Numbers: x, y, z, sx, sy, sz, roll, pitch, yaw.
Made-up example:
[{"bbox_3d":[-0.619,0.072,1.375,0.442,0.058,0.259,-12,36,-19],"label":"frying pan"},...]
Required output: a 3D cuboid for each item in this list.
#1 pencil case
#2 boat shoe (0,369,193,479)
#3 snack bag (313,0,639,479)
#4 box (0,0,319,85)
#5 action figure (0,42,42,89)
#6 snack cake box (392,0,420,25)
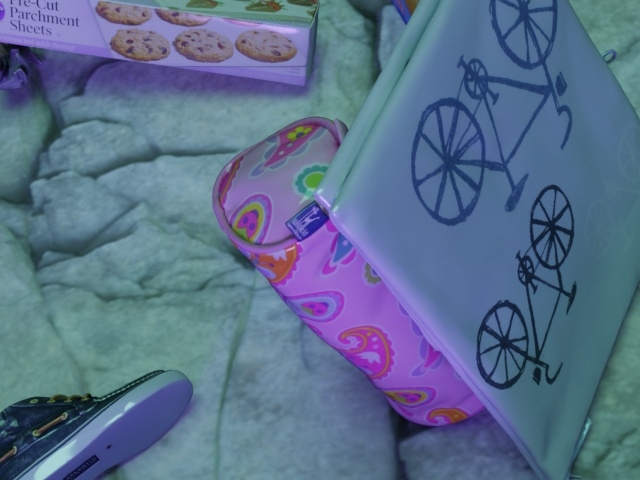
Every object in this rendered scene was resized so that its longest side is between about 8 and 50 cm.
[{"bbox_3d":[0.040,0.027,1.165,0.124,0.284,0.124,-20,47,22],"label":"pencil case"},{"bbox_3d":[-0.196,0.145,1.269,0.183,0.065,0.083,-35,56,-12],"label":"boat shoe"},{"bbox_3d":[0.150,-0.036,1.176,0.037,0.342,0.323,-3,49,41],"label":"snack bag"},{"bbox_3d":[-0.163,-0.206,1.474,0.324,0.067,0.063,9,36,4],"label":"box"},{"bbox_3d":[-0.374,-0.143,1.506,0.185,0.099,0.285,3,52,21],"label":"action figure"},{"bbox_3d":[0.136,-0.202,1.395,0.089,0.152,0.264,-22,52,-3],"label":"snack cake box"}]
